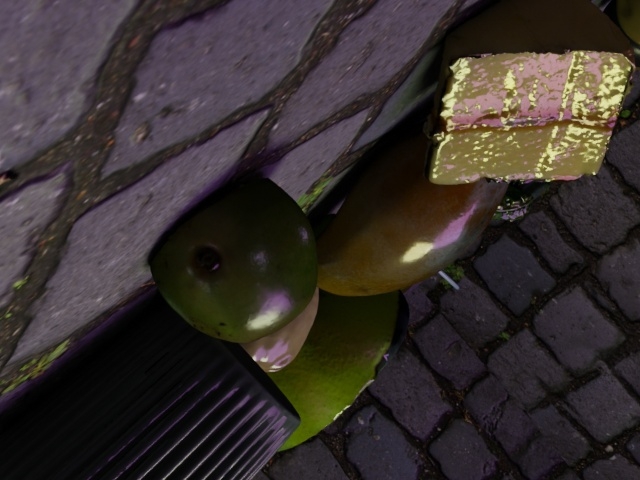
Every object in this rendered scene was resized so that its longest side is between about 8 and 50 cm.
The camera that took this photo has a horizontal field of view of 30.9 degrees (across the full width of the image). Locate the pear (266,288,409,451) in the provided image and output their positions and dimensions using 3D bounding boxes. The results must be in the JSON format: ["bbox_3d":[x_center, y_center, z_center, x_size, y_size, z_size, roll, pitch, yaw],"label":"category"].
[{"bbox_3d":[-0.039,0.176,2.045,0.399,0.165,0.399,-41,-162,17],"label":"pear"}]

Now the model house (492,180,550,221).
[{"bbox_3d":[0.341,-0.165,2.100,0.214,0.195,0.189,-37,164,-31],"label":"model house"}]

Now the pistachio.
[{"bbox_3d":[-0.087,0.126,1.840,0.223,0.152,0.126,-43,174,-27],"label":"pistachio"}]

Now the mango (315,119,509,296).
[{"bbox_3d":[0.134,-0.041,1.781,0.384,0.199,0.221,-38,163,16],"label":"mango"}]

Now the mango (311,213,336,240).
[{"bbox_3d":[0.000,0.000,1.905,0.108,0.056,0.073,-58,168,26],"label":"mango"}]

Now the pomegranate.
[{"bbox_3d":[-0.097,0.046,1.391,0.190,0.159,0.241,-34,174,-32],"label":"pomegranate"}]

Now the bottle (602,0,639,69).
[{"bbox_3d":[0.579,-0.409,1.920,0.171,0.171,0.351,-36,173,-23],"label":"bottle"}]

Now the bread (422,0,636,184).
[{"bbox_3d":[0.265,-0.172,1.537,0.236,0.198,0.263,-28,148,-23],"label":"bread"}]

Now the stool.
[{"bbox_3d":[-0.225,0.270,1.574,0.330,0.297,0.297,-43,171,-2],"label":"stool"}]

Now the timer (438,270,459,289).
[{"bbox_3d":[0.175,-0.009,2.106,0.255,0.175,0.175,7,138,-45],"label":"timer"}]
